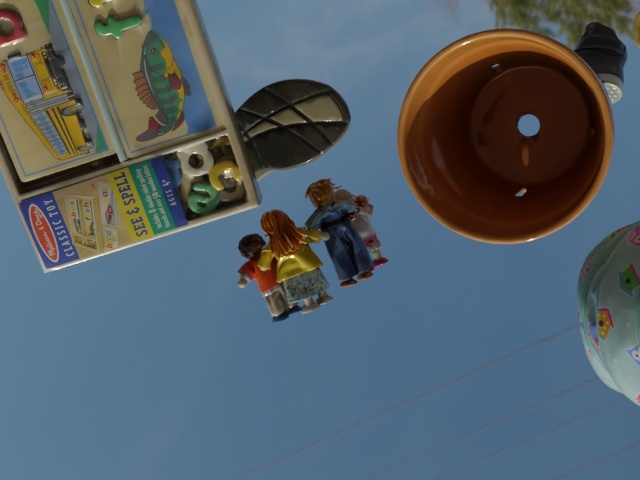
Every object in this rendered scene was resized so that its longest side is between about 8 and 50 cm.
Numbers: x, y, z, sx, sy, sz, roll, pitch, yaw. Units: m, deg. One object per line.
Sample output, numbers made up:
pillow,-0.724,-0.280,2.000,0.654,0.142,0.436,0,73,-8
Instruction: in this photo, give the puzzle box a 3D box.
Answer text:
puzzle box,-0.257,-0.191,0.842,0.272,0.408,0.052,-17,-167,4

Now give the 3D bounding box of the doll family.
doll family,0.000,0.000,1.108,0.263,0.163,0.118,-28,-174,-25

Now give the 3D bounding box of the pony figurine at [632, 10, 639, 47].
pony figurine,0.490,-0.174,0.678,0.364,0.302,0.350,-1,-117,-5

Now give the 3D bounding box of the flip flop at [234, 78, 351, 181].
flip flop,-0.074,-0.128,1.001,0.277,0.112,0.080,-30,-176,36

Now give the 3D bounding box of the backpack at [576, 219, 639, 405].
backpack,0.231,0.032,0.389,0.182,0.151,0.115,-16,180,-17

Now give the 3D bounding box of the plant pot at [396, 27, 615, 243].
plant pot,0.281,-0.158,1.091,0.291,0.290,0.203,-3,-168,28

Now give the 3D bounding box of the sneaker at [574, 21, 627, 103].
sneaker,0.464,-0.332,1.427,0.226,0.086,0.163,5,-120,27
